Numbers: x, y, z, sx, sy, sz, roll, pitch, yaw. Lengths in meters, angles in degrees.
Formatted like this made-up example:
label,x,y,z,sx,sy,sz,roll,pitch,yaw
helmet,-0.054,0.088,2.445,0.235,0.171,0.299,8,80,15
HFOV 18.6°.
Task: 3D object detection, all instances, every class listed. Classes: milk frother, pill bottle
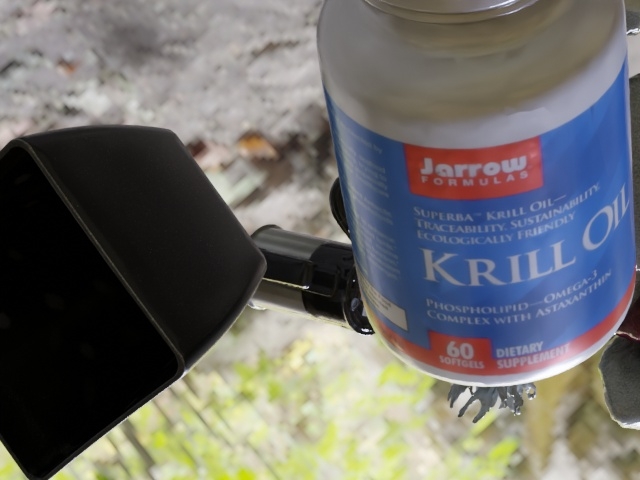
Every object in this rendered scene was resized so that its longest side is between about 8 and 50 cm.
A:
label,x,y,z,sx,sy,sz,roll,pitch,yaw
milk frother,0.000,0.000,1.819,0.129,0.135,0.143,44,65,-49
pill bottle,0.064,-0.054,0.798,0.124,0.124,0.221,-31,137,-18

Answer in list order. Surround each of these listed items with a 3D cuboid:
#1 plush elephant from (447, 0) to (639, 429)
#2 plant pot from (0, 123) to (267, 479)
label,x,y,z,sx,sy,sz,roll,pitch,yaw
plush elephant,0.239,0.003,1.425,0.255,0.330,0.272,16,153,-12
plant pot,-0.150,0.025,1.359,0.187,0.188,0.167,-39,175,39
